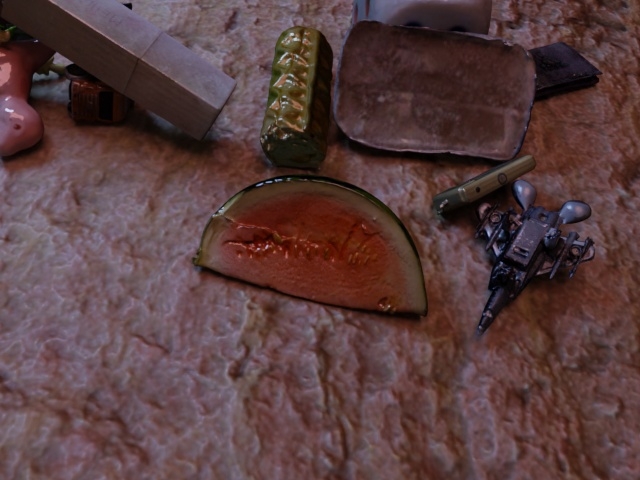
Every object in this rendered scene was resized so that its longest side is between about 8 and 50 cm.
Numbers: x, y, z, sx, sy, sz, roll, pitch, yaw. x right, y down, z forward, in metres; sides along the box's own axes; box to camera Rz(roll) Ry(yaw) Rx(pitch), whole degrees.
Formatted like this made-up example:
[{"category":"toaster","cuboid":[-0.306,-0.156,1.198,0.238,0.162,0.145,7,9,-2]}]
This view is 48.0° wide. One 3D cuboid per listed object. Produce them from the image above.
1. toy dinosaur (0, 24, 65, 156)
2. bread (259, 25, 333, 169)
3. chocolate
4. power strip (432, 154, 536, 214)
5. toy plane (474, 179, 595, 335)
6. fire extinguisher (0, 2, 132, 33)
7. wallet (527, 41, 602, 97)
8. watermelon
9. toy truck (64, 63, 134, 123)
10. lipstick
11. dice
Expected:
[{"category":"toy dinosaur","cuboid":[-0.428,-0.232,0.989,0.177,0.152,0.194,33,60,5]},{"category":"bread","cuboid":[-0.031,-0.226,1.086,0.098,0.087,0.270,7,52,-4]},{"category":"chocolate","cuboid":[0.167,-0.227,1.086,0.303,0.185,0.100,5,21,-10]},{"category":"power strip","cuboid":[0.231,-0.081,1.030,0.168,0.076,0.028,-26,94,-29]},{"category":"toy plane","cuboid":[0.260,0.024,0.949,0.169,0.078,0.246,25,53,21]},{"category":"fire extinguisher","cuboid":[-0.417,-0.370,1.146,0.231,0.071,0.099,-7,26,-16]},{"category":"wallet","cuboid":[0.398,-0.300,1.261,0.165,0.030,0.111,-17,52,-24]},{"category":"watermelon","cuboid":[0.005,-0.023,0.907,0.303,0.128,0.159,14,51,1]},{"category":"toy truck","cuboid":[-0.316,-0.259,1.063,0.092,0.083,0.192,7,50,-11]},{"category":"lipstick","cuboid":[-0.294,-0.274,0.962,0.371,0.080,0.076,33,47,-12]},{"category":"dice","cuboid":[0.157,-0.363,1.163,0.194,0.192,0.193,3,51,-6]}]
